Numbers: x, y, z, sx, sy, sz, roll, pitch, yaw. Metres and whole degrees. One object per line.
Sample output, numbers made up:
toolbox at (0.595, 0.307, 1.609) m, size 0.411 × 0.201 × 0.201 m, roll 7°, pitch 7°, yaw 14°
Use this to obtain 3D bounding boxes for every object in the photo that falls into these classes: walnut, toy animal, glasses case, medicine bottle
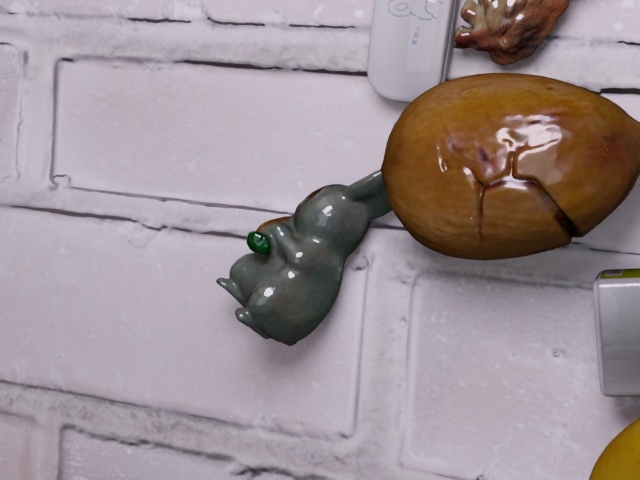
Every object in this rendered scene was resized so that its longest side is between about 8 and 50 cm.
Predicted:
walnut at (0.205, -0.080, 1.140) m, size 0.298 × 0.203 × 0.203 m, roll -10°, pitch 92°, yaw 27°
toy animal at (0.000, 0.000, 1.280) m, size 0.251 × 0.127 × 0.125 m, roll -47°, pitch 67°, yaw 4°
glasses case at (0.108, -0.270, 1.228) m, size 0.092 × 0.059 × 0.233 m, roll 12°, pitch 98°, yaw 21°
toy animal at (0.265, -0.304, 1.160) m, size 0.312 × 0.097 × 0.157 m, roll -25°, pitch 97°, yaw 19°
medicine bottle at (0.386, 0.093, 1.146) m, size 0.189 × 0.088 × 0.132 m, roll -3°, pitch 95°, yaw 20°

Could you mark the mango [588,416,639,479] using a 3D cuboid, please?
mango at (0.479, 0.298, 1.057) m, size 0.446 × 0.232 × 0.300 m, roll 9°, pitch 110°, yaw 9°
